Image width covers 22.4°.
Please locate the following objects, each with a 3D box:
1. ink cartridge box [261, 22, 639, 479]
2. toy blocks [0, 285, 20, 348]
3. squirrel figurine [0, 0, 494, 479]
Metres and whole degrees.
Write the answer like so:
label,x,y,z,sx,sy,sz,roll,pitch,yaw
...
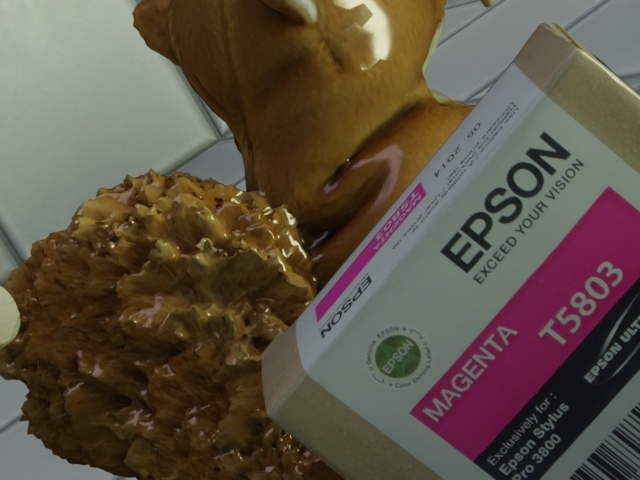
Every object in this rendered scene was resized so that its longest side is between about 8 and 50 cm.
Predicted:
label,x,y,z,sx,sy,sz,roll,pitch,yaw
ink cartridge box,0.115,0.044,0.804,0.235,0.193,0.088,-50,12,11
toy blocks,-0.274,0.216,0.844,0.260,0.288,0.309,-34,-5,34
squirrel figurine,0.000,0.000,0.959,0.397,0.370,0.281,-36,15,-20
